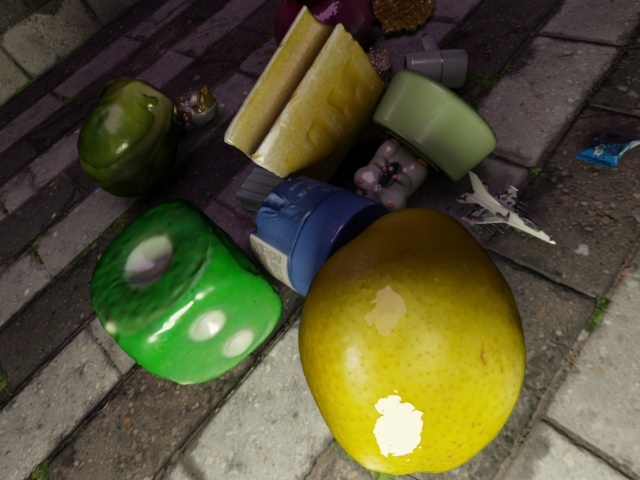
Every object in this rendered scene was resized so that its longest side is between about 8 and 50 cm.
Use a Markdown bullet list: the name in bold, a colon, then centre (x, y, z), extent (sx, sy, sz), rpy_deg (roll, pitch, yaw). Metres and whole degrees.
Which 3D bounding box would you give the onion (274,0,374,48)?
- **onion**: centre (0.004, -0.757, 1.376), extent (0.357, 0.345, 0.359), rpy_deg (0, 89, 15)

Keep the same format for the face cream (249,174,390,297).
- **face cream**: centre (0.000, 0.000, 0.881), extent (0.225, 0.249, 0.249), rpy_deg (25, 68, 33)

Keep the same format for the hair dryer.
- **hair dryer**: centre (0.339, -0.585, 1.266), extent (0.172, 0.108, 0.358), rpy_deg (1, 44, 4)

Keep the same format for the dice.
- **dice**: centre (-0.280, 0.110, 0.881), extent (0.287, 0.300, 0.297), rpy_deg (-46, 55, -10)

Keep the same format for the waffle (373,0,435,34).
- **waffle**: centre (0.287, -0.846, 1.486), extent (0.290, 0.051, 0.291), rpy_deg (-9, 56, 14)

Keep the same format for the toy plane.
- **toy plane**: centre (0.405, -0.058, 0.893), extent (0.159, 0.082, 0.234), rpy_deg (-34, 66, -17)

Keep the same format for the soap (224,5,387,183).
- **soap**: centre (-0.021, -0.297, 0.929), extent (0.156, 0.293, 0.335), rpy_deg (39, 97, 24)

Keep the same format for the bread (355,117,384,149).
- **bread**: centre (-0.008, -0.350, 1.181), extent (0.374, 0.165, 0.237), rpy_deg (-10, 56, 11)

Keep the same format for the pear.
- **pear**: centre (0.141, 0.150, 0.661), extent (0.361, 0.362, 0.419), rpy_deg (3, 60, 22)

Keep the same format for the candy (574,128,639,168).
- **candy**: centre (0.667, -0.212, 0.923), extent (0.136, 0.038, 0.088), rpy_deg (-35, 39, -14)

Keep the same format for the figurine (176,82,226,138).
- **figurine**: centre (-0.484, -0.436, 1.446), extent (0.274, 0.133, 0.194), rpy_deg (-48, 37, -4)

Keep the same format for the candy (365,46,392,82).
- **candy**: centre (0.187, -0.570, 1.314), extent (0.095, 0.085, 0.110), rpy_deg (-8, 64, 7)

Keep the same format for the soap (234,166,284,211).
- **soap**: centre (-0.129, -0.131, 1.134), extent (0.197, 0.067, 0.119), rpy_deg (17, 65, 29)

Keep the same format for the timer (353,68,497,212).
- **timer**: centre (0.202, -0.191, 0.966), extent (0.315, 0.290, 0.291), rpy_deg (-52, 52, 11)

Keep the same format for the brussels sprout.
- **brussels sprout**: centre (-0.603, -0.316, 1.284), extent (0.371, 0.275, 0.315), rpy_deg (-53, 35, 16)

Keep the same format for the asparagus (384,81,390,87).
- **asparagus**: centre (0.258, -0.399, 1.186), extent (0.067, 0.060, 0.278), rpy_deg (-43, 52, 7)
